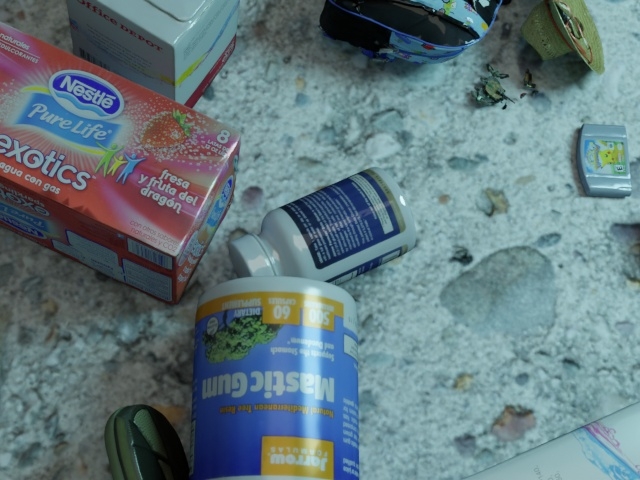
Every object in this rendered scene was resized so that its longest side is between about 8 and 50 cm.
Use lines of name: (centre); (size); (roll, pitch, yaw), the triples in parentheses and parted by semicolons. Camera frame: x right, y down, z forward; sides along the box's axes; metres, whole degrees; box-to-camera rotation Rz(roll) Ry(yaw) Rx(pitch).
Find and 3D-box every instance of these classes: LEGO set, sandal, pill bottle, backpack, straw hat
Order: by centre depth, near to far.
sandal: (-0.152, 0.297, 1.038); (0.086, 0.120, 0.302); (-19, 68, 15)
pill bottle: (-0.041, 0.181, 1.061); (0.152, 0.152, 0.272); (2, 68, -7)
pill bottle: (0.000, 0.000, 1.166); (0.169, 0.094, 0.094); (-24, 74, -16)
backpack: (0.101, -0.261, 1.267); (0.173, 0.117, 0.158); (22, 68, 2)
LEGO set: (0.196, -0.164, 1.297); (0.083, 0.023, 0.054); (6, 70, -19)
straw hat: (0.254, -0.233, 1.304); (0.061, 0.144, 0.144); (-26, 69, 28)

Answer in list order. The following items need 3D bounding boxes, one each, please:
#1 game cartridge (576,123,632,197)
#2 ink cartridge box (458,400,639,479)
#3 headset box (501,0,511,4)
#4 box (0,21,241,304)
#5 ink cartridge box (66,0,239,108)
game cartridge: (0.305, -0.087, 1.283); (0.056, 0.017, 0.083); (1, 69, -3)
ink cartridge box: (0.247, 0.230, 1.041); (0.306, 0.226, 0.131); (-18, 72, -15)
headset box: (0.182, -0.300, 1.339); (0.062, 0.032, 0.083); (-6, 71, -9)
box: (-0.239, -0.077, 1.135); (0.300, 0.154, 0.142); (24, 68, 4)
ink cartridge box: (-0.164, -0.224, 1.186); (0.128, 0.176, 0.127); (32, 69, 5)
